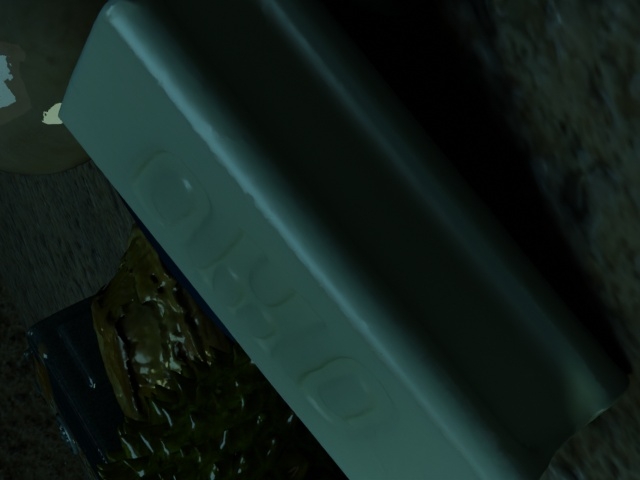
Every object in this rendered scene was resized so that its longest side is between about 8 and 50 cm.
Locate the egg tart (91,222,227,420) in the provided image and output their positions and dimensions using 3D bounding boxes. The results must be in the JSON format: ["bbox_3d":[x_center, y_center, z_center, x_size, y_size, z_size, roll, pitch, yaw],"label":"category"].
[{"bbox_3d":[-0.143,0.096,1.333,0.241,0.106,0.241,159,90,-75],"label":"egg tart"}]

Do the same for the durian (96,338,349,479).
[{"bbox_3d":[-0.020,0.163,0.877,0.237,0.200,0.176,59,138,18],"label":"durian"}]

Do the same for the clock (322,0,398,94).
[{"bbox_3d":[-0.022,-0.088,0.815,0.215,0.042,0.215,54,159,31],"label":"clock"}]

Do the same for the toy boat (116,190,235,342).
[{"bbox_3d":[-0.080,-0.005,1.068,0.299,0.062,0.096,41,151,53],"label":"toy boat"}]

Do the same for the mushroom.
[{"bbox_3d":[-0.157,-0.133,0.954,0.204,0.204,0.204,55,160,31],"label":"mushroom"}]

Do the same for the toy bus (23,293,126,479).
[{"bbox_3d":[-0.203,0.195,1.583,0.275,0.138,0.167,54,158,28],"label":"toy bus"}]

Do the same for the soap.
[{"bbox_3d":[0.000,0.000,0.678,0.265,0.087,0.160,51,158,-1],"label":"soap"}]

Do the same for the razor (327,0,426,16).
[{"bbox_3d":[-0.002,-0.151,0.649,0.148,0.054,0.090,43,156,53],"label":"razor"}]
